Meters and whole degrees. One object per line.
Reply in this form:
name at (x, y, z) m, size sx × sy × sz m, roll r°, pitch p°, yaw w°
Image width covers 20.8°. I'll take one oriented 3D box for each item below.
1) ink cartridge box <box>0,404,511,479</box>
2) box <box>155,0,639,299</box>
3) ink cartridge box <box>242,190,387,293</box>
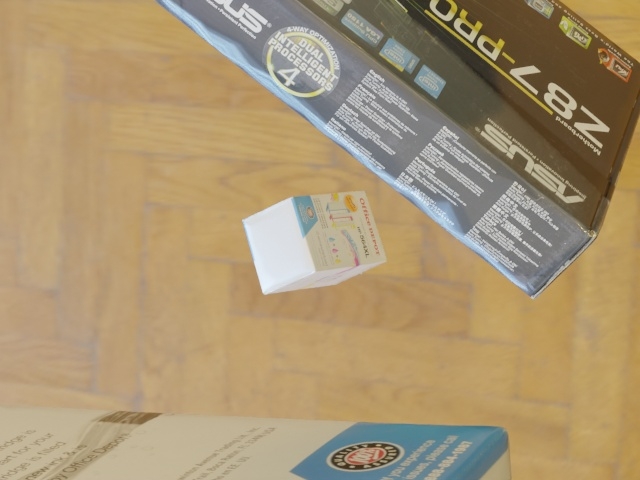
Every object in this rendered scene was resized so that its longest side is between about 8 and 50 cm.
ink cartridge box at (-0.127, 0.205, 0.889) m, size 0.395 × 0.285 × 0.166 m, roll 0°, pitch 104°, yaw 26°
box at (0.083, -0.169, 1.476) m, size 0.395 × 0.318 × 0.097 m, roll 38°, pitch 125°, yaw -4°
ink cartridge box at (0.000, 0.000, 2.006) m, size 0.090 × 0.143 × 0.092 m, roll -25°, pitch 78°, yaw 42°
